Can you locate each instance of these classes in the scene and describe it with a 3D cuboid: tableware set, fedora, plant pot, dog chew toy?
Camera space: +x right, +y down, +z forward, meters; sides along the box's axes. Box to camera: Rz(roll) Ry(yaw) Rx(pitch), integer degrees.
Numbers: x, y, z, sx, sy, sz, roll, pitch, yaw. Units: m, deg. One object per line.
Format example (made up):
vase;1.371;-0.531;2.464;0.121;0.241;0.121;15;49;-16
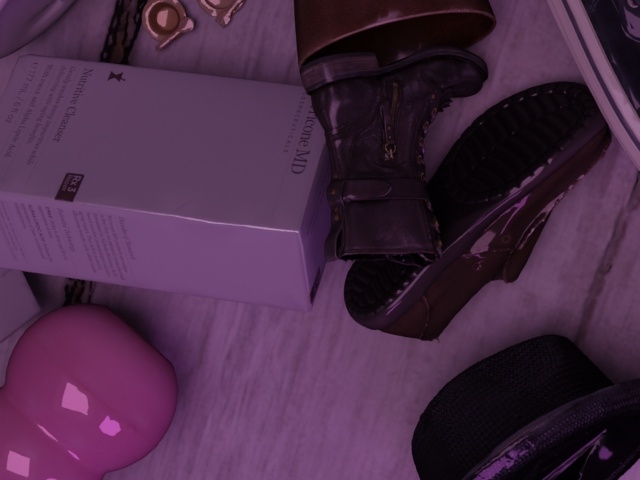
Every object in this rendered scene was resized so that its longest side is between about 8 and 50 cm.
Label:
tableware set;-0.171;-0.311;1.607;0.141;0.020;0.168;-31;92;16
fedora;0.215;0.216;1.525;0.334;0.334;0.152;-43;59;16
plant pot;0.057;-0.315;1.474;0.215;0.215;0.230;-14;83;15
dog chew toy;-0.323;0.235;1.613;0.206;0.206;0.332;41;84;3

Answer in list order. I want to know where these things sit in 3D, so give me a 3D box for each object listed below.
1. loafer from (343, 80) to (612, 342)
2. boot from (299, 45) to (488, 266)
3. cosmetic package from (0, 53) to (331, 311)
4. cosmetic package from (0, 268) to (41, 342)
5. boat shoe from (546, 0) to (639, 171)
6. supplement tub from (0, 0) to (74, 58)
loafer;0.187;-0.027;1.543;0.366;0.134;0.130;-43;130;12
boot;0.091;-0.084;1.469;0.091;0.263;0.229;-24;77;55
cosmetic package;-0.173;-0.067;1.534;0.385;0.217;0.156;5;143;12
cosmetic package;-0.438;0.007;1.641;0.117;0.085;0.231;3;125;42
boat shoe;0.343;-0.226;1.426;0.156;0.187;0.500;-26;89;22
supplement tub;-0.419;-0.386;1.537;0.325;0.235;0.235;45;106;2
